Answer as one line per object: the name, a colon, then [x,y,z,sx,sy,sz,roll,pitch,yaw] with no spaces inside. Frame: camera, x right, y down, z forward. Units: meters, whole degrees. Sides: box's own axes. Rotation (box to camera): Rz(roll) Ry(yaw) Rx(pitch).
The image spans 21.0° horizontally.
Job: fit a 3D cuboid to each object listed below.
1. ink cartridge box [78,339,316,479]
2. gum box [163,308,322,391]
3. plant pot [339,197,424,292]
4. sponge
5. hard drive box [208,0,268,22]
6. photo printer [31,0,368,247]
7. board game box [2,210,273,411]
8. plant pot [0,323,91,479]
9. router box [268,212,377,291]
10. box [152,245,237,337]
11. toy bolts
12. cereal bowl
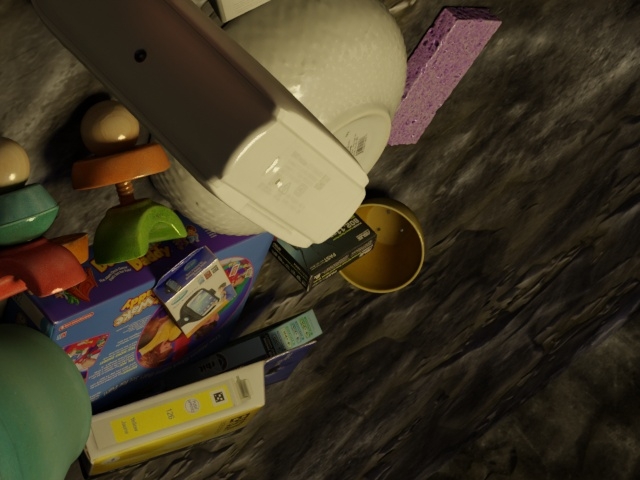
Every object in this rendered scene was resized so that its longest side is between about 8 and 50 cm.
ink cartridge box: [-0.160,0.226,2.207,0.307,0.072,0.303,-15,169,-11]
gum box: [-0.103,0.152,2.316,0.157,0.041,0.184,-23,-179,24]
plant pot: [0.087,-0.007,2.414,0.134,0.134,0.095,-56,-178,27]
sponge: [0.142,-0.212,2.245,0.117,0.031,0.210,-8,139,-56]
hard drive box: [-0.046,-0.328,1.581,0.181,0.089,0.232,-28,156,-8]
photo printer: [-0.115,-0.143,1.541,0.107,0.307,0.256,-47,155,4]
board game box: [-0.228,0.089,2.067,0.347,0.078,0.233,-25,150,-41]
plant pot: [-0.377,0.210,1.805,0.271,0.271,0.255,-56,169,27]
router box: [0.000,0.000,2.291,0.122,0.092,0.038,-33,155,-28]
box: [-0.147,0.058,2.013,0.081,0.028,0.136,-41,159,-8]
toy bolts: [-0.282,-0.040,1.739,0.218,0.158,0.228,-10,-170,32]
cereal bowl: [-0.025,-0.130,1.954,0.339,0.141,0.339,-36,156,-19]
